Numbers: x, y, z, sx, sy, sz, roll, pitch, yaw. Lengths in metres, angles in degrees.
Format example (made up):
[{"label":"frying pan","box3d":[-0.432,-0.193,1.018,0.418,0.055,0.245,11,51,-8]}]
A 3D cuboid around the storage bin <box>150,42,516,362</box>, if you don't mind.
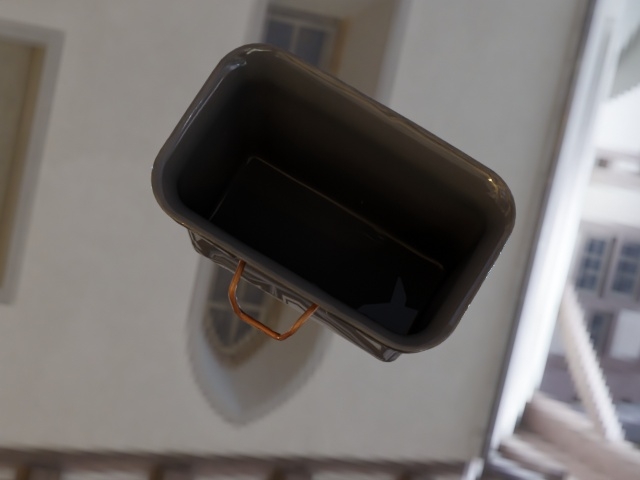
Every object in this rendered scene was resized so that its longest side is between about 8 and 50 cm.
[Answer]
[{"label":"storage bin","box3d":[0.000,0.000,0.704,0.135,0.098,0.091,30,163,6]}]
